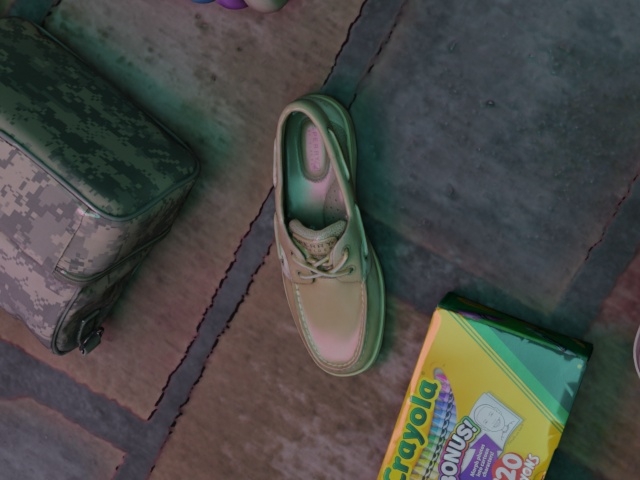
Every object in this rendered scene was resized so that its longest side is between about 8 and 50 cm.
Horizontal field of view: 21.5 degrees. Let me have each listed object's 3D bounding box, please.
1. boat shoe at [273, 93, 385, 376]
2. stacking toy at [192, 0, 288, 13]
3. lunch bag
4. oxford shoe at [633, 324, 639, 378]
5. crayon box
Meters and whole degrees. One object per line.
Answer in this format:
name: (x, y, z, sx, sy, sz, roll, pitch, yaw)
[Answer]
boat shoe: (0.000, 0.000, 1.755, 0.109, 0.098, 0.302, -4, 98, 14)
stacking toy: (-0.194, -0.305, 1.746, 0.330, 0.141, 0.141, 2, 99, 19)
lunch bag: (-0.316, -0.050, 1.769, 0.305, 0.212, 0.256, 38, 122, 8)
oxford shoe: (0.467, -0.004, 1.578, 0.169, 0.130, 0.449, 43, 104, 7)
crayon box: (0.160, 0.212, 1.758, 0.165, 0.081, 0.278, 20, 103, 10)
